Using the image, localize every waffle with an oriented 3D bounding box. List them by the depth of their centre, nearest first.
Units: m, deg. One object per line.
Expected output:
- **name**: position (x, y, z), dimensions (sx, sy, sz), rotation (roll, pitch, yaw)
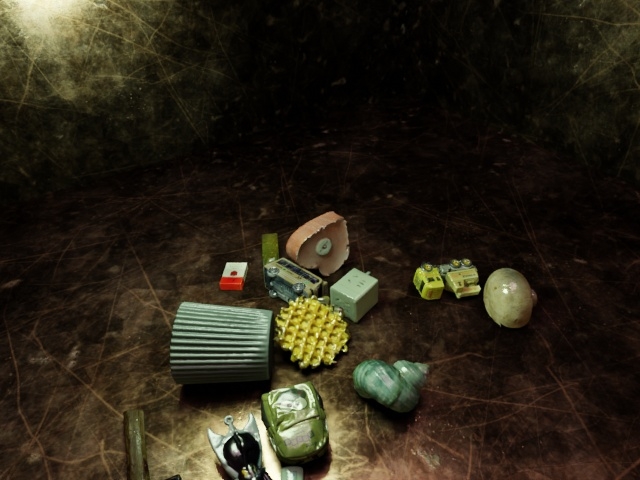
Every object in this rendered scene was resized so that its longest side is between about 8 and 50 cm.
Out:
- **waffle**: position (-0.025, 0.351, 1.817), dimensions (0.330, 0.062, 0.329), rotation (11, 50, -13)

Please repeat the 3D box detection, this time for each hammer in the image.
- **hammer**: position (-0.567, 0.690, 1.455), dimensions (0.243, 0.095, 0.408), rotation (-15, 33, -16)

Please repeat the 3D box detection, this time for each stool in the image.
- **stool**: position (-0.341, 0.374, 1.696), dimensions (0.331, 0.297, 0.297), rotation (2, 36, -2)

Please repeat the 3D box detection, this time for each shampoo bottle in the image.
- **shampoo bottle**: position (-0.082, 0.753, 1.349), dimensions (0.069, 0.041, 0.190), rotation (1, 36, -5)

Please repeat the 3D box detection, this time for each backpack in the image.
- **backpack**: position (-0.078, 0.590, 1.498), dimensions (0.207, 0.139, 0.253), rotation (-13, 44, -13)

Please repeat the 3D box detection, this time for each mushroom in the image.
- **mushroom**: position (0.783, 0.213, 1.898), dimensions (0.195, 0.188, 0.253), rotation (-5, 39, 2)

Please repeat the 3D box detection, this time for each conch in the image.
- **conch**: position (0.245, 0.487, 1.597), dimensions (0.278, 0.195, 0.220), rotation (-26, 5, 11)

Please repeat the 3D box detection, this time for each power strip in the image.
- **power strip**: position (0.163, 0.216, 1.981), dimensions (0.140, 0.139, 0.224), rotation (25, 44, 34)

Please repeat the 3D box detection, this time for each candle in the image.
- **candle**: position (0.000, 0.000, 2.117), dimensions (0.317, 0.287, 0.131), rotation (15, 17, -47)

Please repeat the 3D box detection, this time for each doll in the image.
- **doll**: position (-0.226, 0.674, 1.419), dimensions (0.146, 0.103, 0.316), rotation (-30, 50, -9)

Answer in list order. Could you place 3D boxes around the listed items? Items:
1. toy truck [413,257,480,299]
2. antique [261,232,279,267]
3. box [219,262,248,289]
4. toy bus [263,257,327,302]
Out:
- **toy truck**: position (0.555, 0.180, 2.020), dimensions (0.273, 0.124, 0.157), rotation (-6, 46, -9)
- **antique**: position (-0.242, 0.060, 2.275), dimensions (0.082, 0.080, 0.220), rotation (-6, 36, -6)
- **box**: position (-0.401, 0.166, 2.172), dimensions (0.100, 0.048, 0.152), rotation (-2, 34, 5)
- **toy bus**: position (-0.112, 0.193, 2.040), dimensions (0.290, 0.139, 0.157), rotation (25, 40, 38)
